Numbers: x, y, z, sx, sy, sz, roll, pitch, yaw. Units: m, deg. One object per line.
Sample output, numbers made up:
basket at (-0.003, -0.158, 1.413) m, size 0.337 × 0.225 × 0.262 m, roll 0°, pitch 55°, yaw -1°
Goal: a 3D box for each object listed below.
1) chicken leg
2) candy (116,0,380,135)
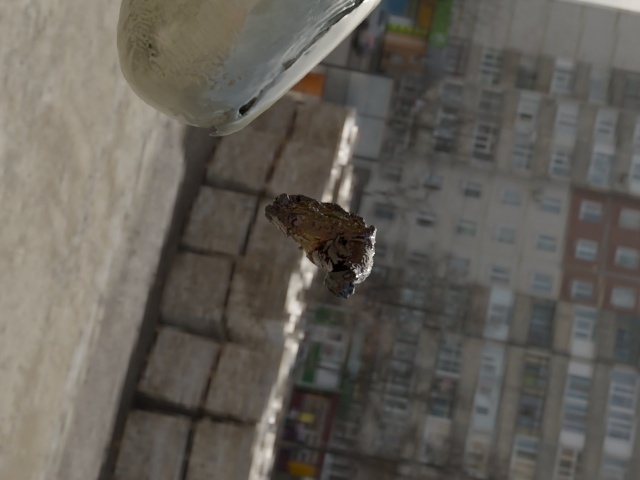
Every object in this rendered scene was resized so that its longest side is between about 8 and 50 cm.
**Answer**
chicken leg at (0.004, 0.001, 0.753) m, size 0.145 × 0.062 × 0.037 m, roll 45°, pitch -63°, yaw 56°
candy at (-0.061, -0.227, 1.111) m, size 0.295 × 0.185 × 0.295 m, roll -45°, pitch -178°, yaw 2°
